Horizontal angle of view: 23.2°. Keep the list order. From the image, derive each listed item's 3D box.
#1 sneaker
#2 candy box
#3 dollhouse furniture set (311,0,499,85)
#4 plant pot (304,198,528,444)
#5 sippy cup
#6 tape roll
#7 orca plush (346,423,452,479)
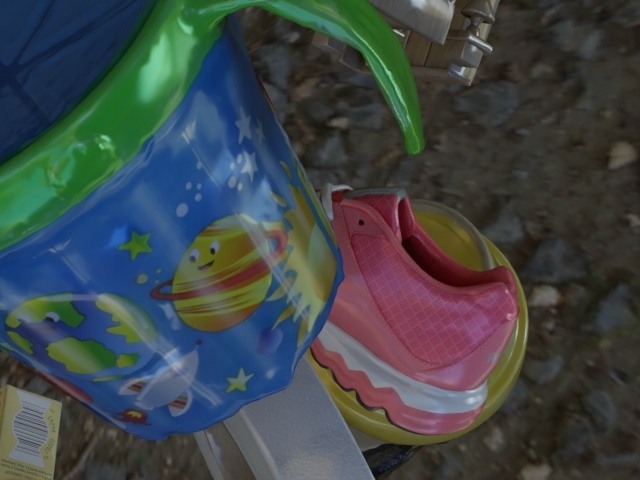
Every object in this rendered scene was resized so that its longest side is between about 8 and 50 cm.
[{"bbox_3d":[0.001,0.000,1.088,0.314,0.116,0.136,31,117,4],"label":"sneaker"},{"bbox_3d":[-0.407,0.354,1.876,0.088,0.183,0.316,24,51,-31],"label":"candy box"},{"bbox_3d":[0.052,-0.339,1.914,0.355,0.303,0.173,24,82,-40],"label":"dollhouse furniture set"},{"bbox_3d":[0.098,0.070,1.652,0.254,0.239,0.254,-1,70,3],"label":"plant pot"},{"bbox_3d":[-0.107,-0.021,0.813,0.240,0.305,0.224,-57,131,-24],"label":"sippy cup"},{"bbox_3d":[-0.030,0.210,1.338,0.072,0.392,0.392,-26,97,-14],"label":"tape roll"},{"bbox_3d":[0.045,0.274,1.919,0.287,0.151,0.102,-17,116,33],"label":"orca plush"}]
